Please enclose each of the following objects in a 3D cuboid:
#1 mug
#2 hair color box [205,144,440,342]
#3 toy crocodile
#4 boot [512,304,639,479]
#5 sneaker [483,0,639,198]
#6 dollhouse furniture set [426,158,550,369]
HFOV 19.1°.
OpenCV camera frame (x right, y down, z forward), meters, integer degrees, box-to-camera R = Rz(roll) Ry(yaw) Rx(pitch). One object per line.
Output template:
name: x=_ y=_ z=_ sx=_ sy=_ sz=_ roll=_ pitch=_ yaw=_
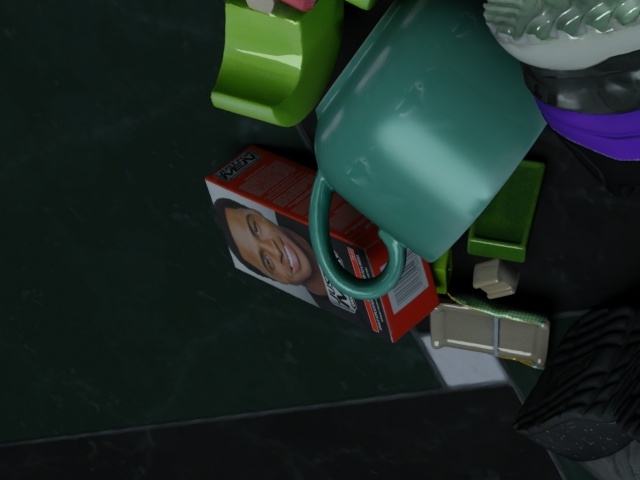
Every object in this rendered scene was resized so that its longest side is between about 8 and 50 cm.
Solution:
mug: x=0.050 y=-0.059 z=0.985 sx=0.097 sy=0.158 sz=0.129 roll=37 pitch=155 yaw=-2
hair color box: x=0.000 y=0.000 z=1.104 sx=0.141 sy=0.043 sz=0.072 roll=24 pitch=142 yaw=44
toy crocodile: x=0.004 y=-0.201 z=0.918 sx=0.115 sy=0.105 sz=0.340 roll=26 pitch=135 yaw=4
boot: x=0.258 y=0.117 z=1.014 sx=0.223 sy=0.118 sz=0.338 roll=35 pitch=171 yaw=-7
sneaker: x=0.222 y=-0.067 z=0.757 sx=0.293 sy=0.102 sz=0.146 roll=-1 pitch=133 yaw=34
dollhouse furniture set: x=0.102 y=0.014 z=1.118 sx=0.076 sy=0.058 sz=0.151 roll=9 pitch=152 yaw=10
